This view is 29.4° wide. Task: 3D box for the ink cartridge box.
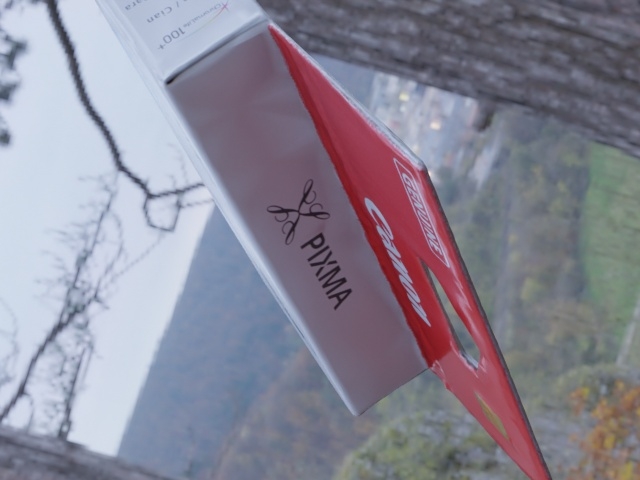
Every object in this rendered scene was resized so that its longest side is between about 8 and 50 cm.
[{"bbox_3d":[0.000,0.000,0.642,0.261,0.066,0.296,52,173,43],"label":"ink cartridge box"}]
